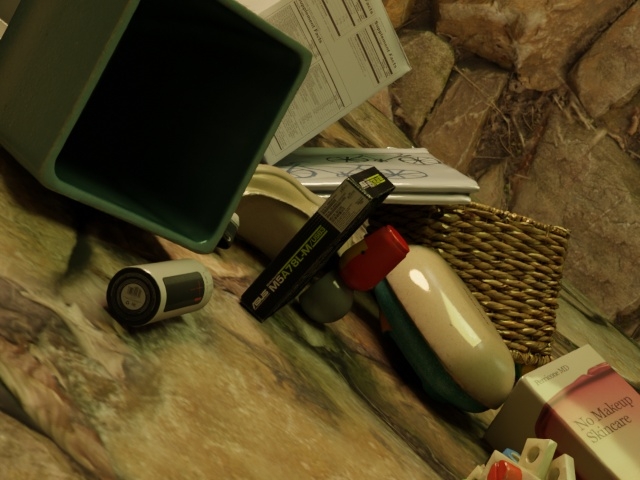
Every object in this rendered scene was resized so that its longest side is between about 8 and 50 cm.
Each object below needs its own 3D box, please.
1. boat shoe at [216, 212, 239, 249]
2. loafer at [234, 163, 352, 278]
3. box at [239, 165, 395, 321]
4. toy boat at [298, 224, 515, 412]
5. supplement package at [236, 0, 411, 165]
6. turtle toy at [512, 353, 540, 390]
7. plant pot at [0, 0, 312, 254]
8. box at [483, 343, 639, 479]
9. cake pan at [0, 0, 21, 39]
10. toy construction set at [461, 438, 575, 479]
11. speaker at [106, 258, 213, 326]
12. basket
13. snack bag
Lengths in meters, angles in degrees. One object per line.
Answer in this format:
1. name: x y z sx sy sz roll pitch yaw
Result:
1. boat shoe: -0.153 -0.034 1.517 0.142 0.049 0.040 28 56 -31
2. loafer: -0.046 -0.018 1.650 0.268 0.102 0.092 19 46 -44
3. box: 0.000 0.000 1.516 0.045 0.190 0.184 42 13 2
4. toy boat: 0.105 0.094 1.677 0.318 0.148 0.267 38 17 -46
5. supplement package: -0.054 -0.268 1.875 0.199 0.263 0.198 23 -36 59
6. turtle toy: 0.319 0.208 2.033 0.130 0.066 0.095 40 20 1
7. plant pot: -0.214 -0.171 1.381 0.252 0.247 0.248 30 2 42
8. box: 0.349 0.269 1.659 0.149 0.127 0.232 -19 56 -40
9. cake pan: -0.402 -0.269 1.562 0.293 0.054 0.293 39 12 -10
10. toy construction set: 0.245 0.315 1.306 0.327 0.151 0.215 47 9 -25
11. speaker: -0.149 0.047 1.229 0.055 0.055 0.136 43 12 10
12. basket: 0.201 0.061 1.992 0.299 0.223 0.213 14 -8 -36
13. snack bag: 0.030 -0.095 1.874 0.323 0.037 0.342 -1 12 -8
